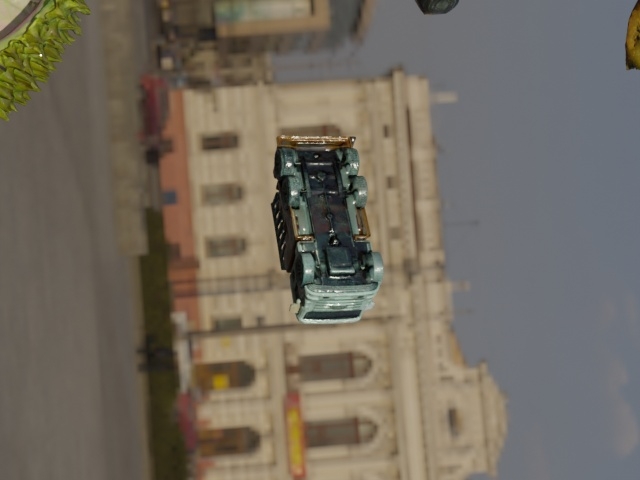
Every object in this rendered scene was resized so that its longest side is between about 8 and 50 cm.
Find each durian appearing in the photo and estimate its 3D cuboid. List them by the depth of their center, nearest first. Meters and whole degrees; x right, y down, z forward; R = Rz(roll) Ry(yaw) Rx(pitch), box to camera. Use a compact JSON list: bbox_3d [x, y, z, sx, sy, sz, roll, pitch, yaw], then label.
[{"bbox_3d":[-0.252,-0.151,1.211,0.137,0.221,0.095,31,-15,38],"label":"durian"}]

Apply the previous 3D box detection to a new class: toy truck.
[{"bbox_3d":[-0.001,0.000,1.403,0.115,0.080,0.178,109,-24,-51],"label":"toy truck"}]

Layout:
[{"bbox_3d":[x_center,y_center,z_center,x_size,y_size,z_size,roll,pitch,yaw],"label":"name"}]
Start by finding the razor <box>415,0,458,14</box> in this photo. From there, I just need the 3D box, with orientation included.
[{"bbox_3d":[0.094,-0.308,1.588,0.148,0.054,0.090,60,-5,28],"label":"razor"}]

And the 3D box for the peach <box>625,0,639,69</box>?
[{"bbox_3d":[0.333,-0.181,1.258,0.127,0.092,0.172,66,-26,2],"label":"peach"}]
